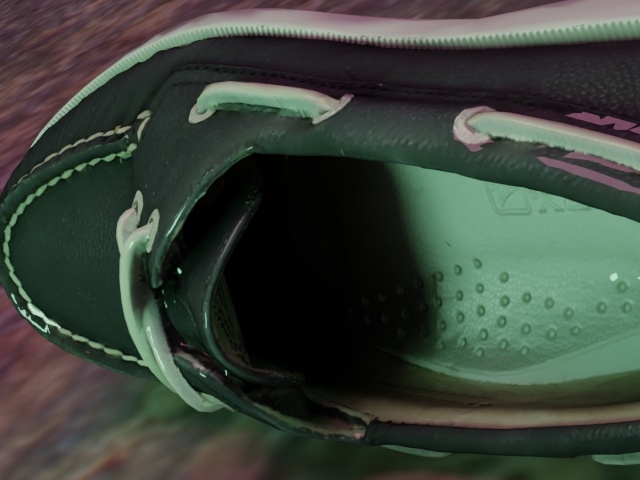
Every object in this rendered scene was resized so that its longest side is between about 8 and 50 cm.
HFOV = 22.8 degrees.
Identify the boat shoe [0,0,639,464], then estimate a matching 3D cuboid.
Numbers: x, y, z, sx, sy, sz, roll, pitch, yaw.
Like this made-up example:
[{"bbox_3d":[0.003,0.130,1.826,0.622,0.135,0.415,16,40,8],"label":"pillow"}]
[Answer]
[{"bbox_3d":[0.000,0.000,0.409,0.302,0.114,0.091,-10,23,44],"label":"boat shoe"}]
